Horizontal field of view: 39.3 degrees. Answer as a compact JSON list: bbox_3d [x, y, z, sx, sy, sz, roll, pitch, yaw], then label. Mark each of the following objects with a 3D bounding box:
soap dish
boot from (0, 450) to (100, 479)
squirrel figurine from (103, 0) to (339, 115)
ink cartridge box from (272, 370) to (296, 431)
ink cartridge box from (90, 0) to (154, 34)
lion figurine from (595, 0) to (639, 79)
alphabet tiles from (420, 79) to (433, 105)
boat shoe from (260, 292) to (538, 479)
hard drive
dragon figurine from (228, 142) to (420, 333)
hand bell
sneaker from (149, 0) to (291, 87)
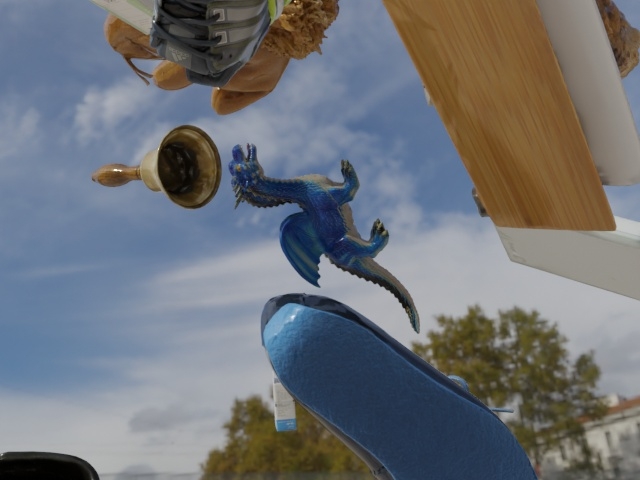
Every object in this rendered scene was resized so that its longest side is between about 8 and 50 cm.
[{"bbox_3d":[0.110,-0.165,0.614,0.118,0.229,0.291,-22,-49,14],"label":"soap dish"},{"bbox_3d":[-0.244,0.174,0.530,0.246,0.083,0.161,-2,-45,-3],"label":"boot"},{"bbox_3d":[-0.165,-0.397,1.528,0.397,0.281,0.370,-13,-2,24],"label":"squirrel figurine"},{"bbox_3d":[-0.051,0.219,1.249,0.028,0.083,0.048,-4,1,-6],"label":"ink cartridge box"},{"bbox_3d":[-0.189,-0.331,1.081,0.056,0.171,0.235,-6,-11,23],"label":"ink cartridge box"},{"bbox_3d":[0.369,-0.411,1.262,0.142,0.240,0.392,-31,-34,-11],"label":"lion figurine"},{"bbox_3d":[0.171,-0.374,1.342,0.011,0.285,0.342,-8,-29,-8],"label":"alphabet tiles"},{"bbox_3d":[0.063,0.117,0.628,0.109,0.089,0.258,-40,-70,-3],"label":"boat shoe"},{"bbox_3d":[0.398,0.018,1.261,0.307,0.040,0.203,18,-18,31],"label":"hard drive"},{"bbox_3d":[0.000,0.000,1.051,0.144,0.289,0.085,-29,9,-1],"label":"dragon figurine"},{"bbox_3d":[-0.283,-0.105,1.404,0.242,0.126,0.126,-2,-16,41],"label":"hand bell"},{"bbox_3d":[-0.089,-0.199,0.710,0.111,0.121,0.300,22,-3,9],"label":"sneaker"}]
